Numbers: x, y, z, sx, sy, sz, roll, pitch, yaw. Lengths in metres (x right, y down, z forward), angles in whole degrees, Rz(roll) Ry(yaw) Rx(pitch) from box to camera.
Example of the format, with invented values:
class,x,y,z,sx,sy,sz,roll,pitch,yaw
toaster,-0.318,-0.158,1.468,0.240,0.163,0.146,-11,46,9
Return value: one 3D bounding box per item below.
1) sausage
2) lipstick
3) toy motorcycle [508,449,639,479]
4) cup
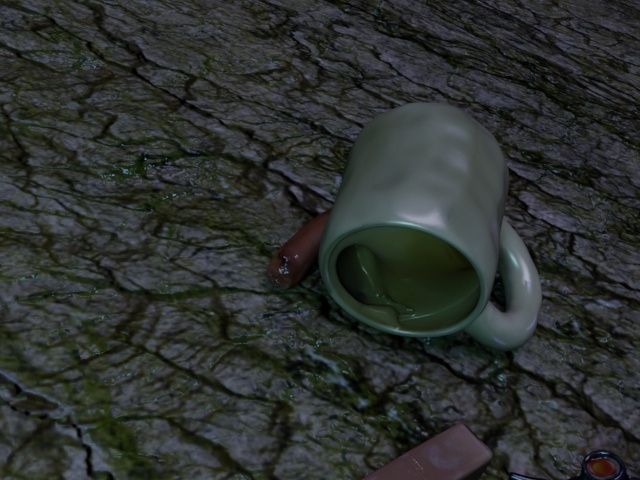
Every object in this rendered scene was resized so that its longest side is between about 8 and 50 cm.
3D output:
class,x,y,z,sx,sy,sz,roll,pitch,yaw
sausage,0.000,0.001,0.870,0.047,0.040,0.177,31,37,16
lipstick,0.073,0.198,0.654,0.145,0.045,0.045,-17,49,-39
toy motorcycle,0.310,0.268,0.623,0.359,0.125,0.212,13,29,-13
cup,0.138,-0.013,0.828,0.255,0.173,0.202,21,46,-3
